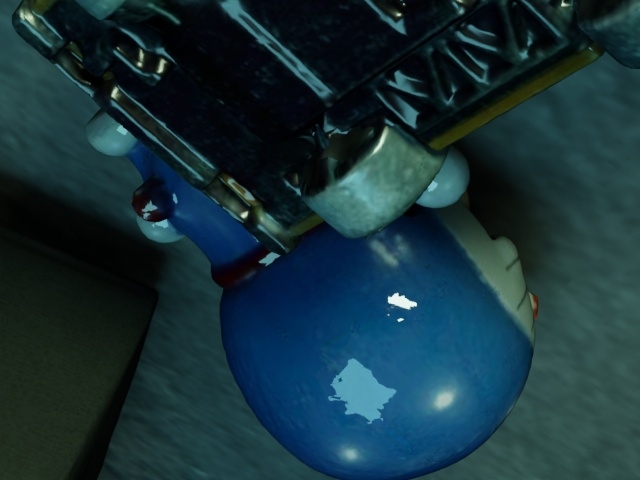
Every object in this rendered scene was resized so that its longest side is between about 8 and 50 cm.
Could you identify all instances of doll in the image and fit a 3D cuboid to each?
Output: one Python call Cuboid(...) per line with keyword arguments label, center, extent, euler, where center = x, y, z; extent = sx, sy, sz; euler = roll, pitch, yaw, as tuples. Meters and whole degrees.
Cuboid(label="doll", center=(0.000, 0.000, 0.739), extent=(0.257, 0.161, 0.215), euler=(57, 146, -9))

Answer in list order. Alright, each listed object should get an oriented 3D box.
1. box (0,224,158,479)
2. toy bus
Cuboid(label="box", center=(-0.274, 0.137, 0.922), extent=(0.251, 0.204, 0.345), euler=(23, 146, -3))
Cuboid(label="toy bus", center=(0.053, -0.145, 0.510), extent=(0.162, 0.194, 0.323), euler=(41, 140, -16))
